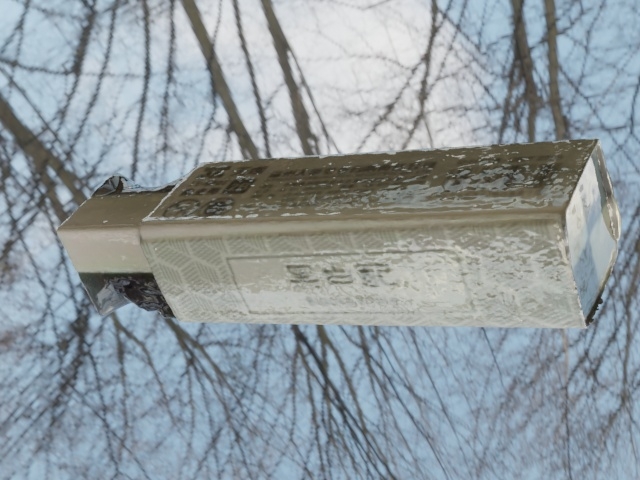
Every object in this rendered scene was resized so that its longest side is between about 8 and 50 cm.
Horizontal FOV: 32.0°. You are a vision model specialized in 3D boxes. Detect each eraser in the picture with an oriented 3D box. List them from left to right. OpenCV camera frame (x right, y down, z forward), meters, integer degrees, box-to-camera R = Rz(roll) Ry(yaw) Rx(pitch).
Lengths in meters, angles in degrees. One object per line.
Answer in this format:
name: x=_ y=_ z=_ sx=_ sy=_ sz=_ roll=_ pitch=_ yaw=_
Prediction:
eraser: x=0.000 y=0.000 z=0.796 sx=0.404 sy=0.096 sz=0.098 roll=-2 pitch=-146 yaw=32
